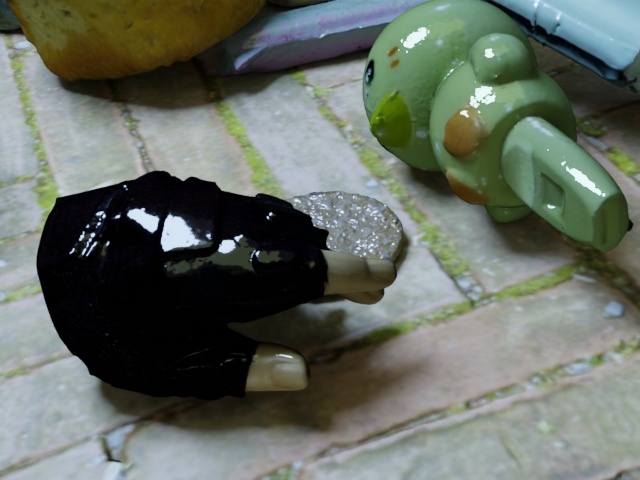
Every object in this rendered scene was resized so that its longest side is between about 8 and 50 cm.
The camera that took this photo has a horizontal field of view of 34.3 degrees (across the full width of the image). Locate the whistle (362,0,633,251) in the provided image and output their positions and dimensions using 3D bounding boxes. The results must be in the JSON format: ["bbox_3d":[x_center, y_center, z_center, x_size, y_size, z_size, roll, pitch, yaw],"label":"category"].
[{"bbox_3d":[0.103,-0.079,0.719,0.141,0.141,0.294,-8,32,-2],"label":"whistle"}]

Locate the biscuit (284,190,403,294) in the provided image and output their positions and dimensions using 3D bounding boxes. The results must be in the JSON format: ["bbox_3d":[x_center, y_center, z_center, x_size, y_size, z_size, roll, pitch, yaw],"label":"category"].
[{"bbox_3d":[0.000,0.000,0.731,0.120,0.015,0.120,-5,37,4],"label":"biscuit"}]

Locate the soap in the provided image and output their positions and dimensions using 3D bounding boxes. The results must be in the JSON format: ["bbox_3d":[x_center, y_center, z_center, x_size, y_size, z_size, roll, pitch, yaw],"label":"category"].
[{"bbox_3d":[0.185,-0.211,0.840,0.261,0.094,0.150,36,19,27],"label":"soap"}]

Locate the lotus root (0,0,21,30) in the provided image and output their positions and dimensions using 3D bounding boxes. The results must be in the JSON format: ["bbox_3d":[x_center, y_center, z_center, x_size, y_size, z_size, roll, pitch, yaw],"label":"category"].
[{"bbox_3d":[-0.352,-0.269,1.112,0.165,0.088,0.088,1,35,28],"label":"lotus root"}]

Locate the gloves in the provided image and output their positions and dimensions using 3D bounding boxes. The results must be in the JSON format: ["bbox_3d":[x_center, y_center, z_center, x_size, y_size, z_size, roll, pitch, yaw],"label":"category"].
[{"bbox_3d":[-0.058,0.021,0.629,0.203,0.124,0.164,-14,58,11],"label":"gloves"}]

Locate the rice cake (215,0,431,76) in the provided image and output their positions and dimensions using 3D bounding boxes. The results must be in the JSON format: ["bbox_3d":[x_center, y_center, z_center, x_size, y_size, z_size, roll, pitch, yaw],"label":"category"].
[{"bbox_3d":[0.044,-0.200,0.973,0.290,0.051,0.081,-15,35,-8],"label":"rice cake"}]

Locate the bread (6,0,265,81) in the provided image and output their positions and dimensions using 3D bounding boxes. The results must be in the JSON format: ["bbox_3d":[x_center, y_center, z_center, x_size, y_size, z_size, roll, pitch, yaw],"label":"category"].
[{"bbox_3d":[-0.169,-0.250,0.967,0.268,0.146,0.268,-16,29,9],"label":"bread"}]

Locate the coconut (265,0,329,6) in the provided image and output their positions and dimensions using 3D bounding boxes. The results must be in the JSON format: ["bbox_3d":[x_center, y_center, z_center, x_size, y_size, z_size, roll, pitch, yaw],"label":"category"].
[{"bbox_3d":[-0.006,-0.339,1.068,0.194,0.194,0.194,-4,36,3],"label":"coconut"}]
